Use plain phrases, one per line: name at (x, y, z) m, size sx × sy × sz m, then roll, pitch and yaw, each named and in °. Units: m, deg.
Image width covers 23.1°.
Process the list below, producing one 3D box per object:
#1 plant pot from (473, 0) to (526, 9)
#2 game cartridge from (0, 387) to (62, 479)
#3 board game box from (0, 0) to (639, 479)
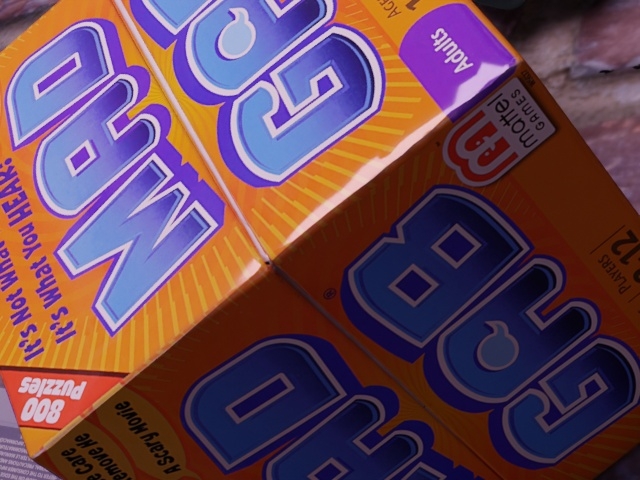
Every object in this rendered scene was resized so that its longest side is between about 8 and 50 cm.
plant pot at (0.141, -0.319, 1.313) m, size 0.196 × 0.293 × 0.293 m, roll -60°, pitch 38°, yaw 24°
game cartridge at (-0.288, 0.226, 1.369) m, size 0.294 × 0.060 × 0.196 m, roll 3°, pitch 58°, yaw 39°
board game box at (0.000, 0.000, 1.095) m, size 0.356 × 0.356 × 0.356 m, roll -39°, pitch 43°, yaw 6°
